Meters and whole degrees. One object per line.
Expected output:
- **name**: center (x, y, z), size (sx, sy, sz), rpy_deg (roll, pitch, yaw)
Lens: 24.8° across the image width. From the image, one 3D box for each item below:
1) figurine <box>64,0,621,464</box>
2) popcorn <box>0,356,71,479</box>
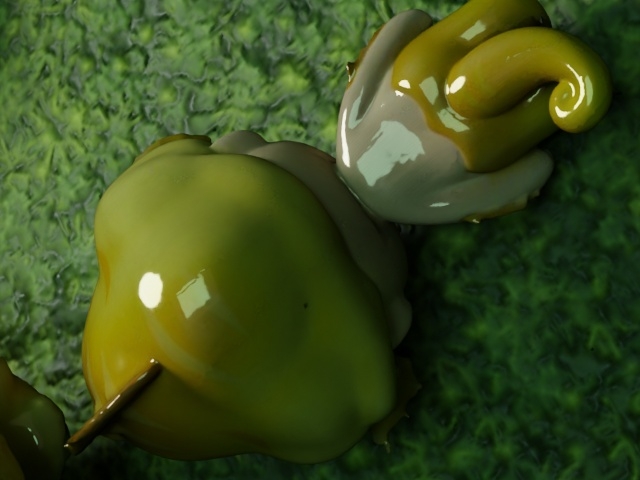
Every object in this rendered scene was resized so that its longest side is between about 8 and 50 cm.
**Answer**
- **figurine**: center (0.000, 0.000, 0.566), size (0.246, 0.131, 0.156), rpy_deg (-44, 83, 6)
- **popcorn**: center (-0.216, 0.153, 0.598), size (0.276, 0.225, 0.277), rpy_deg (-4, 81, 24)
